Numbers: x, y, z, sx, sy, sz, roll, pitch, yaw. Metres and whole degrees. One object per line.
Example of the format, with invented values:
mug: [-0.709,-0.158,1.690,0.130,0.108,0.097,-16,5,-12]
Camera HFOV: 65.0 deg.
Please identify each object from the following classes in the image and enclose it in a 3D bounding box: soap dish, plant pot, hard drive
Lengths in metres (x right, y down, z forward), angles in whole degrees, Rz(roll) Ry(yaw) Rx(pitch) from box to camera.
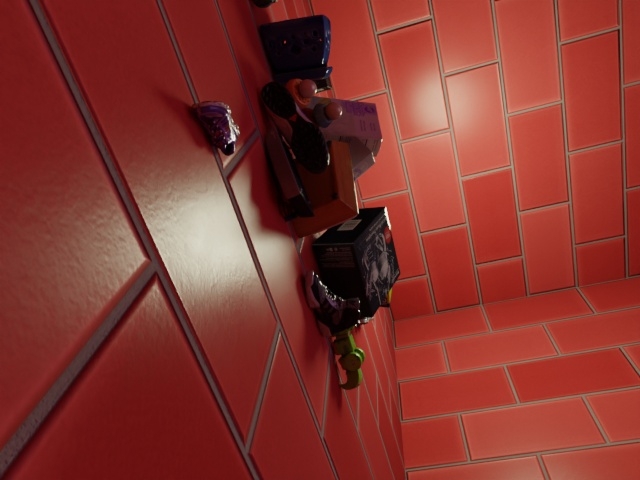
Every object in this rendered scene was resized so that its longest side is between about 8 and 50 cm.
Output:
soap dish: [-0.001,-0.178,1.668,0.118,0.228,0.291,36,40,-49]
plant pot: [-0.073,-0.693,1.850,0.236,0.235,0.212,-73,156,-69]
hard drive: [-0.095,-0.199,1.508,0.172,0.054,0.255,56,12,-63]

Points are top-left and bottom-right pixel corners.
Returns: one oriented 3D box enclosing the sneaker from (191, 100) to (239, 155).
sneaker: [-0.209,-0.229,1.037,0.170,0.068,0.071,51,34,-68]

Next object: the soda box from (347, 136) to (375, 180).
soda box: [0.060,-0.238,1.829,0.098,0.286,0.091,47,-3,24]

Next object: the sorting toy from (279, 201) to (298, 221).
sorting toy: [-0.093,-0.092,1.533,0.102,0.042,0.061,-34,111,-79]

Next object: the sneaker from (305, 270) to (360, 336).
sneaker: [0.047,0.195,1.635,0.101,0.152,0.269,-87,161,-55]

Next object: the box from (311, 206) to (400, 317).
box: [0.153,0.078,1.961,0.343,0.178,0.313,-45,126,-51]

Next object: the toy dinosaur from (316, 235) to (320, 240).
toy dinosaur: [0.000,0.000,1.980,0.090,0.047,0.082,44,-4,40]

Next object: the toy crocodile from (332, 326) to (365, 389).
toy crocodile: [0.085,0.369,1.822,0.115,0.105,0.341,2,71,-79]

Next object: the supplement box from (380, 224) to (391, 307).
supplement box: [0.240,0.119,2.405,0.195,0.193,0.357,-65,153,-61]

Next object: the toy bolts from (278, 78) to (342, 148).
toy bolts: [-0.034,-0.421,1.701,0.228,0.158,0.219,6,75,-50]

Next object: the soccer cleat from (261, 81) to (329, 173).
soccer cleat: [-0.075,-0.345,1.572,0.318,0.108,0.116,56,-3,2]

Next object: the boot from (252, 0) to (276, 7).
boot: [-0.190,-0.937,1.821,0.223,0.118,0.339,60,24,-73]

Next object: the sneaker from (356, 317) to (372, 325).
sneaker: [0.216,0.359,2.531,0.234,0.078,0.106,4,77,-77]

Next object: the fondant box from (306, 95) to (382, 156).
fondant box: [0.060,-0.449,1.953,0.096,0.329,0.239,105,-13,-47]

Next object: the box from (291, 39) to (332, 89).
box: [-0.061,-0.700,2.049,0.167,0.168,0.203,-60,137,-74]
